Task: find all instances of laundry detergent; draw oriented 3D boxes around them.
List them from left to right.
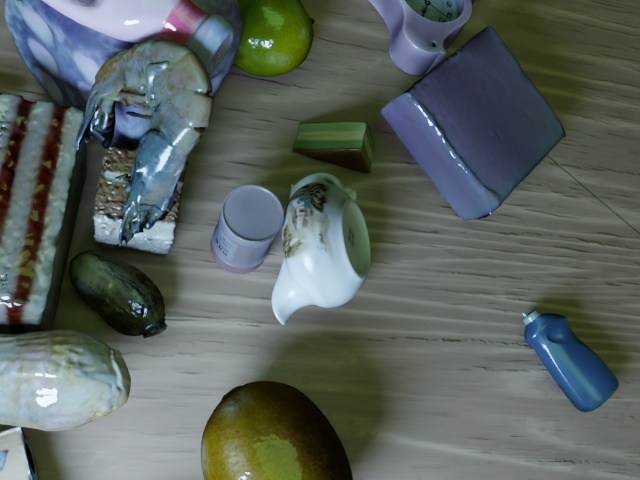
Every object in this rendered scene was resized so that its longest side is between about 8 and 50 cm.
[{"bbox_3d":[-0.271,-0.344,0.816,0.335,0.088,0.159,35,81,-5],"label":"laundry detergent"},{"bbox_3d":[0.444,0.207,1.129,0.096,0.061,0.206,-36,81,-18],"label":"laundry detergent"}]

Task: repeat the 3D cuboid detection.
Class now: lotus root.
[{"bbox_3d":[-0.304,0.080,0.938,0.179,0.080,0.089,41,85,7],"label":"lotus root"}]

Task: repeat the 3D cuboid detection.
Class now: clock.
[{"bbox_3d":[0.180,-0.515,1.333,0.290,0.080,0.276,27,63,-4],"label":"clock"}]

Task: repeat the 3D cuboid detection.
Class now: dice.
[{"bbox_3d":[-0.309,-0.335,1.001,0.270,0.270,0.271,40,63,1],"label":"dice"}]

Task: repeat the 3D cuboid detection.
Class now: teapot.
[{"bbox_3d":[0.000,0.000,1.021,0.139,0.204,0.298,-12,44,24],"label":"teapot"}]

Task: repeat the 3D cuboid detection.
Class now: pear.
[{"bbox_3d":[-0.083,-0.398,1.171,0.216,0.166,0.180,-14,59,-45],"label":"pear"}]

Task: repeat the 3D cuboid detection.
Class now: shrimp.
[{"bbox_3d":[-0.254,-0.137,0.828,0.178,0.289,0.075,36,31,10],"label":"shrimp"}]

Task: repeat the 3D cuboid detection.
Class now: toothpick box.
[{"bbox_3d":[-0.121,-0.015,0.995,0.098,0.149,0.099,6,67,-15],"label":"toothpick box"}]

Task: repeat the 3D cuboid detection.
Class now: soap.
[{"bbox_3d":[0.312,-0.232,1.215,0.296,0.107,0.285,-40,96,-26],"label":"soap"}]

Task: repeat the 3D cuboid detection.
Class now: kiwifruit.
[{"bbox_3d":[-0.065,0.308,0.860,0.195,0.196,0.234,-25,73,-24],"label":"kiwifruit"}]

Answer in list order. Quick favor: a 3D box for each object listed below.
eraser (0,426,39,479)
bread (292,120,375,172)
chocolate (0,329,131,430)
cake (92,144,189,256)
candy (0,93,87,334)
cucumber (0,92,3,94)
[{"bbox_3d":[-0.501,0.363,0.758,0.290,0.087,0.171,-15,68,-22],"label":"eraser"},{"bbox_3d":[0.027,-0.178,1.185,0.139,0.084,0.074,1,65,17],"label":"bread"},{"bbox_3d":[-0.405,0.179,0.805,0.308,0.134,0.134,2,67,3],"label":"chocolate"},{"bbox_3d":[-0.287,-0.058,0.977,0.135,0.134,0.147,7,77,-17],"label":"cake"},{"bbox_3d":[-0.431,-0.026,0.890,0.135,0.179,0.321,10,67,-15],"label":"candy"},{"bbox_3d":[-0.641,-0.233,0.980,0.284,0.056,0.056,7,67,-9],"label":"cucumber"}]
